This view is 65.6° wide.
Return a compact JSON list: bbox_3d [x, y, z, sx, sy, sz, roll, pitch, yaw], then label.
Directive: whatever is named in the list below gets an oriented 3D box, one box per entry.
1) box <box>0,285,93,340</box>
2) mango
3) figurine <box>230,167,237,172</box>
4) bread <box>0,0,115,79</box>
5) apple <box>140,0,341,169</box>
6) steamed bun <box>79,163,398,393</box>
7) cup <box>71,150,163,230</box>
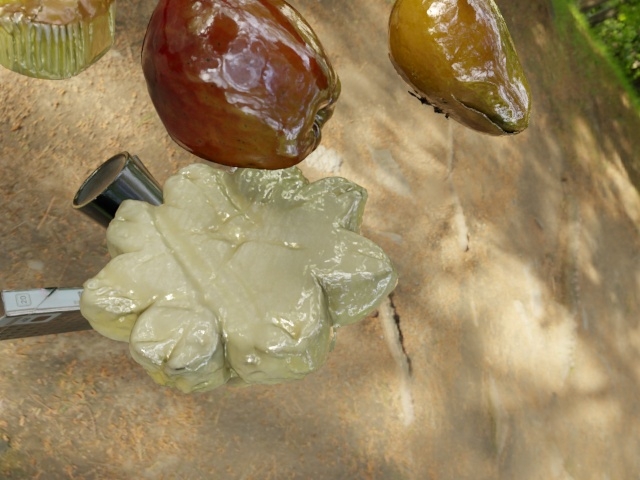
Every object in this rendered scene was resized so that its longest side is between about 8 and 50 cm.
[{"bbox_3d":[-0.436,0.127,0.899,0.325,0.181,0.047,4,66,-54],"label":"box"},{"bbox_3d":[0.114,-0.148,0.406,0.159,0.084,0.105,38,48,-44],"label":"mango"},{"bbox_3d":[-0.224,-0.199,1.324,0.109,0.047,0.064,65,8,21],"label":"figurine"},{"bbox_3d":[-0.467,-0.399,0.862,0.179,0.133,0.250,26,46,-6],"label":"bread"},{"bbox_3d":[-0.065,-0.136,0.431,0.147,0.158,0.155,-25,140,-63],"label":"apple"},{"bbox_3d":[-0.069,0.035,0.518,0.137,0.293,0.295,87,6,-46],"label":"steamed bun"},{"bbox_3d":[-0.418,-0.110,1.139,0.177,0.166,0.239,47,44,-36],"label":"cup"}]
